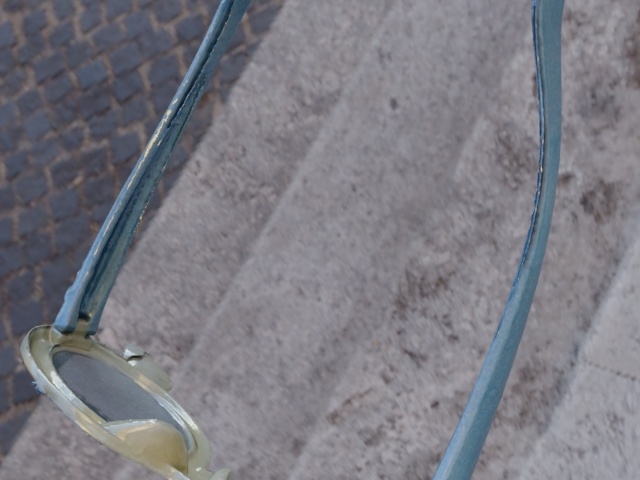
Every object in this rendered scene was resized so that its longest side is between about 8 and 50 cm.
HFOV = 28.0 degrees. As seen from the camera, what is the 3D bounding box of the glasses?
[{"bbox_3d":[-0.020,0.001,0.427,0.189,0.088,0.220,30,117,36],"label":"glasses"}]
